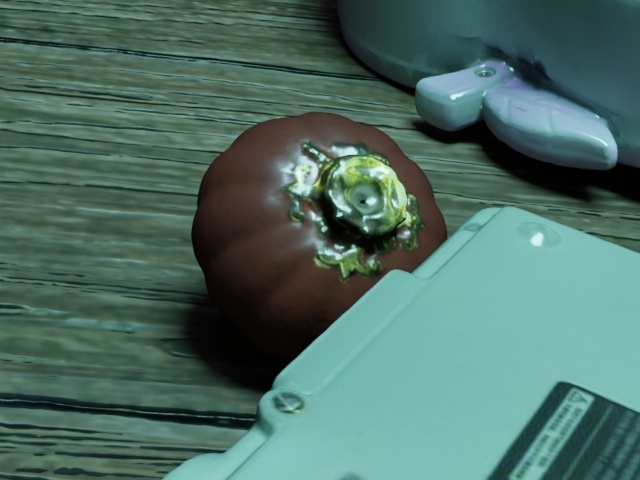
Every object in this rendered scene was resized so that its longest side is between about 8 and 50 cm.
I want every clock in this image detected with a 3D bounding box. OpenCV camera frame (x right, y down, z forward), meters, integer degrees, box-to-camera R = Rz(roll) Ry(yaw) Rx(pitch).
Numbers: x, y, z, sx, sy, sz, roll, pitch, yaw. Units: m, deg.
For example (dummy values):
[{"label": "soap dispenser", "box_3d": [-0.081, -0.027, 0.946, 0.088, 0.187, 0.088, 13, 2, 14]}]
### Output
[{"label": "clock", "box_3d": [0.172, -0.166, 0.756, 0.339, 0.102, 0.338, -5, 37, 4]}]

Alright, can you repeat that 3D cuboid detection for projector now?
[{"label": "projector", "box_3d": [0.070, 0.093, 0.373, 0.192, 0.099, 0.257, 21, 32, 21]}]

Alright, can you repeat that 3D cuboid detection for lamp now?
[{"label": "lamp", "box_3d": [0.000, 0.000, 0.518, 0.101, 0.090, 0.101, 10, 64, -20]}]
